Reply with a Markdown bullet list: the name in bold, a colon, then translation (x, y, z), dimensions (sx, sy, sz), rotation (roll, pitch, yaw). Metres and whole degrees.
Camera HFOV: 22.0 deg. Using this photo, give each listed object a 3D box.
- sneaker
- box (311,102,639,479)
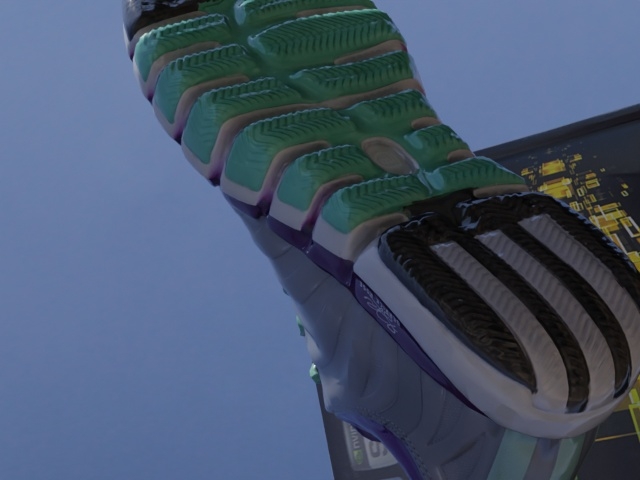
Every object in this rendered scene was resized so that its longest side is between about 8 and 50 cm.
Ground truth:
- **sneaker**: translation (0.000, 0.000, 0.471), dimensions (0.083, 0.223, 0.098), rotation (-11, -49, -26)
- **box**: translation (0.169, 0.138, 0.679), dimensions (0.097, 0.318, 0.394), rotation (0, -102, -55)
